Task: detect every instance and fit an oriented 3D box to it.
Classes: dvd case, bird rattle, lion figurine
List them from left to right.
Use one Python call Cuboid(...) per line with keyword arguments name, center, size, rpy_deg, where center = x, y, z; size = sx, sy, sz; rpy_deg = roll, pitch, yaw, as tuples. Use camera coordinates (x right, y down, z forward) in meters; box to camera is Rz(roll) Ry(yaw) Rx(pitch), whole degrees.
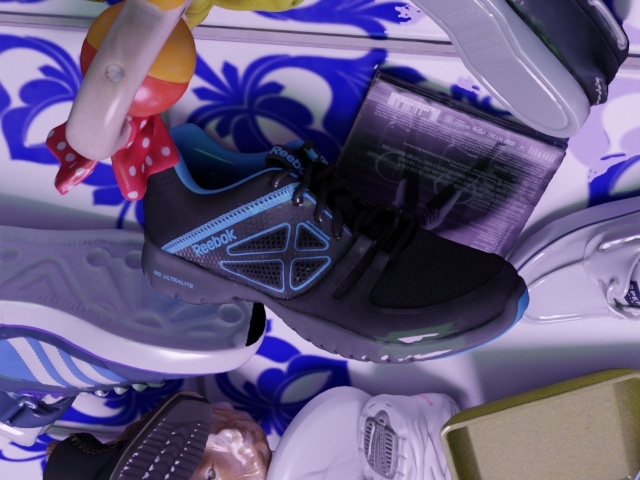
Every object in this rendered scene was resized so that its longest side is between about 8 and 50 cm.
Cuboid(name="bird rattle", center=(-0.135, -0.134, 1.088), size=(0.143, 0.207, 0.253), rpy_deg=(39, 105, -2))
Cuboid(name="lion figurine", center=(-0.136, 0.295, 1.537), size=(0.240, 0.142, 0.392), rpy_deg=(-7, 143, 9))
Cuboid(name="dvd case", center=(0.086, -0.028, 1.257), size=(0.165, 0.018, 0.221), rpy_deg=(20, 132, -5))

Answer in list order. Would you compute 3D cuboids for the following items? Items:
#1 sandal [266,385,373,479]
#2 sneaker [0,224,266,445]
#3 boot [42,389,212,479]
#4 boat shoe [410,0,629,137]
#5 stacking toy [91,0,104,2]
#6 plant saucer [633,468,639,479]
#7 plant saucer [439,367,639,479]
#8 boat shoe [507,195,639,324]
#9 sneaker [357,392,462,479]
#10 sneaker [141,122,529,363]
Cuboid(name="sandal", center=(0.012, 0.312, 1.508), size=(0.102, 0.169, 0.416), rpy_deg=(31, 142, 46))
Cuboid(name="sneaker", center=(-0.216, 0.104, 1.389), size=(0.323, 0.130, 0.236), rpy_deg=(10, 141, 0))
Cuboid(name="boot", center=(-0.188, 0.190, 1.366), size=(0.077, 0.137, 0.198), rpy_deg=(23, 106, -42))
Cuboid(name="boat shoe", center=(0.104, -0.205, 1.054), size=(0.302, 0.091, 0.114), rpy_deg=(48, 160, -27))
Cuboid(name="stacking toy", center=(-0.232, -0.283, 1.097), size=(0.167, 0.052, 0.221), rpy_deg=(11, 130, 2))
Cuboid(name="plant saucer", center=(0.432, 0.228, 1.354), size=(0.318, 0.043, 0.317), rpy_deg=(2, 129, 2))
Cuboid(name="plant saucer", center=(0.211, 0.196, 1.376), size=(0.188, 0.045, 0.188), rpy_deg=(-17, 127, 2))
Cuboid(name="boat shoe", center=(0.255, 0.019, 1.207), size=(0.258, 0.084, 0.095), rpy_deg=(-28, 122, 30))
Cuboid(name="sneaker", center=(0.094, 0.247, 1.408), size=(0.115, 0.090, 0.232), rpy_deg=(-8, 116, -34))
Cuboid(name="sneaker", center=(0.000, 0.000, 1.202), size=(0.341, 0.125, 0.139), rpy_deg=(12, 121, 21))
